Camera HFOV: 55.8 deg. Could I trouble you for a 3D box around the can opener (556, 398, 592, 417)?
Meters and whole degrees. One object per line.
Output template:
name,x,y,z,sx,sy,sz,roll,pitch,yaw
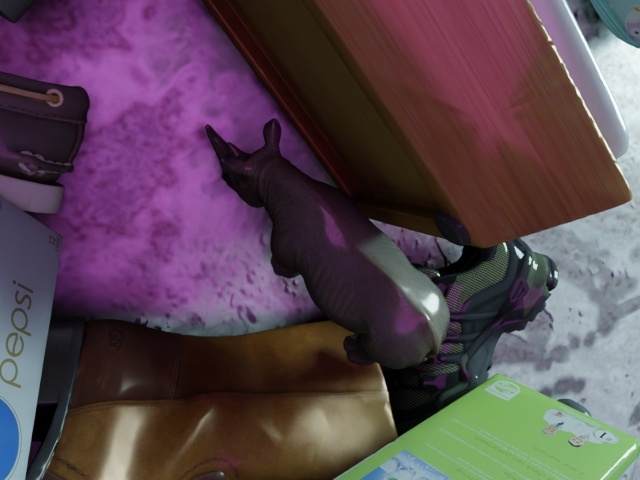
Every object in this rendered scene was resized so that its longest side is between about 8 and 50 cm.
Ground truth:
can opener,0.273,0.303,0.605,0.076,0.095,0.283,-20,105,-14

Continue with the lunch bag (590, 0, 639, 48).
lunch bag,0.324,-0.325,0.508,0.279,0.108,0.224,-46,104,-7

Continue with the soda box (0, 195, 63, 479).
soda box,-0.201,0.079,0.318,0.074,0.216,0.069,-18,145,16

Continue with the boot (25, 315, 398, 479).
boot,-0.068,0.176,0.410,0.281,0.264,0.096,6,139,-28

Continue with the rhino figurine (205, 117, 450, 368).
rhino figurine,0.000,0.000,0.440,0.073,0.106,0.243,-41,84,-17

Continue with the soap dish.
soap dish,0.030,-0.129,0.383,0.118,0.229,0.291,-41,108,-9

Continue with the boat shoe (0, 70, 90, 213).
boat shoe,-0.295,-0.106,0.352,0.305,0.109,0.091,21,92,-26

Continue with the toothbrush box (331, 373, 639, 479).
toothbrush box,0.079,0.246,0.399,0.283,0.122,0.206,-18,117,-41

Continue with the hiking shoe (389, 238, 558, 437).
hiking shoe,0.097,0.077,0.529,0.114,0.086,0.227,40,82,-4

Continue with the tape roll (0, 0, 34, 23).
tape roll,-0.225,-0.212,0.294,0.219,0.219,0.072,40,86,-19
